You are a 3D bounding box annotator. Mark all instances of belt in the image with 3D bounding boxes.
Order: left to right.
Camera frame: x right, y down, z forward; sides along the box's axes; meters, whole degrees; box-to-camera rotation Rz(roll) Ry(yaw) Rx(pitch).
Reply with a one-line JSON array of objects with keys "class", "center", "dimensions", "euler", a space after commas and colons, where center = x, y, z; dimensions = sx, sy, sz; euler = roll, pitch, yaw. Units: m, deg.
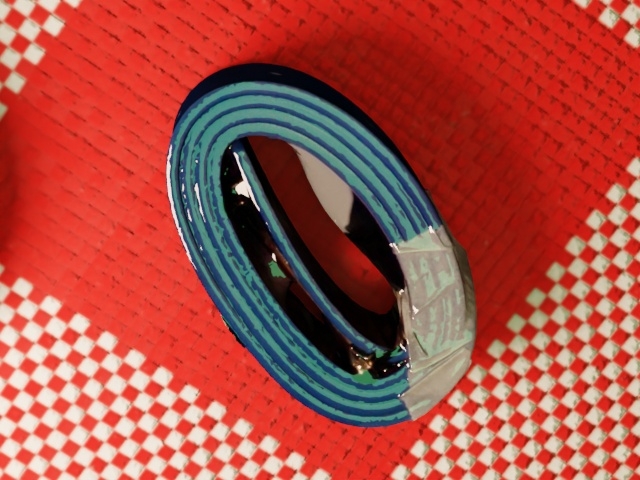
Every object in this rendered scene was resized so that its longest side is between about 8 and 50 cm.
[{"class": "belt", "center": [0.000, 0.000, 1.321], "dimensions": [0.212, 0.117, 0.347], "euler": [-33, 104, 5]}]
